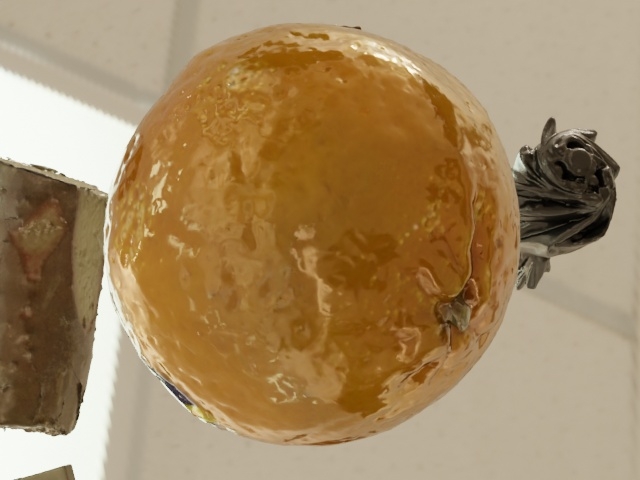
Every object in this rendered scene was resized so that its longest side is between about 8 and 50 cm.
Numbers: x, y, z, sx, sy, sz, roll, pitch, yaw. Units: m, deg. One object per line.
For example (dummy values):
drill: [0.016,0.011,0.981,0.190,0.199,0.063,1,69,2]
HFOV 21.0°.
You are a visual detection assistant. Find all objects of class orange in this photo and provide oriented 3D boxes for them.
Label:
orange: [-0.002,-0.001,0.876,0.219,0.193,0.219,-4,-81,-26]

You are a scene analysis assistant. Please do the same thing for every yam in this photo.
yam: [-0.247,0.052,1.439,0.129,0.128,0.238,10,-89,-36]

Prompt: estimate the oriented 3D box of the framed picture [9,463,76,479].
framed picture: [-0.268,0.287,1.307,0.016,0.250,0.184,-1,-105,-68]

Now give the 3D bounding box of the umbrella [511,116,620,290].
umbrella: [0.184,-0.008,1.660,0.118,0.340,0.118,6,-111,-16]
